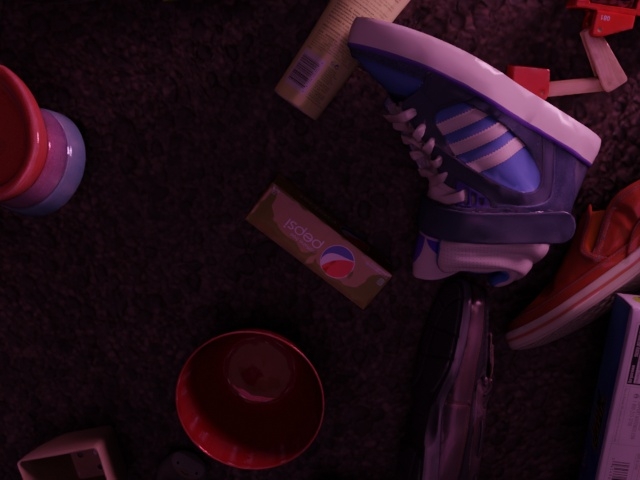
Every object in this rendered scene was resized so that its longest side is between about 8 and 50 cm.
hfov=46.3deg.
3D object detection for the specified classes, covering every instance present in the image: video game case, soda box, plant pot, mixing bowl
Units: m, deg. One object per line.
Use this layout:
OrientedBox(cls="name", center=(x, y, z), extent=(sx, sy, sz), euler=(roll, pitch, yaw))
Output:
OrientedBox(cls="video game case", center=(0.429, 0.205, 0.825), extent=(0.244, 0.061, 0.270), euler=(7, 104, 3))
OrientedBox(cls="soda box", center=(0.000, 0.000, 0.904), extent=(0.181, 0.061, 0.058), euler=(37, 105, -6))
OrientedBox(cls="plant pot", center=(-0.313, 0.304, 0.988), extent=(0.109, 0.096, 0.109), euler=(-12, 105, 7))
OrientedBox(cls="mixing bowl", center=(-0.083, 0.181, 0.939), extent=(0.181, 0.098, 0.182), euler=(1, 105, 3))

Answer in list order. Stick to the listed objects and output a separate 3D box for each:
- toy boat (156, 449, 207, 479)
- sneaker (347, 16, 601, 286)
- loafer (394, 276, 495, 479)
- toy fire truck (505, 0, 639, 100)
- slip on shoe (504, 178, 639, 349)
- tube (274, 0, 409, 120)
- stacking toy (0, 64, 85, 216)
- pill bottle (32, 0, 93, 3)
OrientedBox(cls="toy boat", center=(-0.146, 0.441, 1.004), extent=(0.267, 0.148, 0.318), euler=(-15, 111, 13))
OrientedBox(cls="sneaker", center=(0.132, -0.073, 0.827), extent=(0.322, 0.130, 0.236), euler=(25, 100, -15))
OrientedBox(cls="loafer", center=(0.166, 0.198, 0.916), extent=(0.095, 0.109, 0.303), euler=(13, 88, -16))
OrientedBox(cls="toy fire truck", center=(0.314, -0.217, 0.833), extent=(0.192, 0.047, 0.135), euler=(9, 106, 1))
OrientedBox(cls="slip on shoe", center=(0.337, 0.009, 0.871), extent=(0.331, 0.123, 0.101), euler=(-48, 63, 19))
OrientedBox(cls="tube", center=(0.041, -0.249, 0.842), extent=(0.070, 0.062, 0.240), euler=(24, 104, -48))
OrientedBox(cls="stacking toy", center=(-0.443, -0.091, 0.914), extent=(0.309, 0.130, 0.279), euler=(-41, 73, 10))
OrientedBox(cls="pill bottle", center=(-0.297, -0.326, 0.682), extent=(0.204, 0.361, 0.204), euler=(1, 105, 2))
